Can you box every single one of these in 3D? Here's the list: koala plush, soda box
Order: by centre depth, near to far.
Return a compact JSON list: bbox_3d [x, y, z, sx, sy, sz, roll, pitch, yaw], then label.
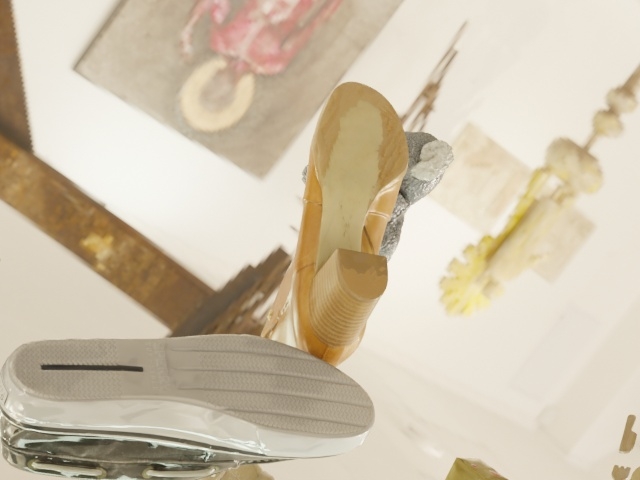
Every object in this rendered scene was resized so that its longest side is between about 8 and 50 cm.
[{"bbox_3d":[0.177,0.380,1.508,0.058,0.181,0.061,32,-169,40],"label":"soda box"},{"bbox_3d":[0.112,-0.093,1.816,0.203,0.221,0.196,54,179,-5],"label":"koala plush"}]

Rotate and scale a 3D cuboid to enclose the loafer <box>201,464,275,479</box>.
[{"bbox_3d":[-0.141,0.313,1.367,0.092,0.102,0.268,42,-171,11],"label":"loafer"}]

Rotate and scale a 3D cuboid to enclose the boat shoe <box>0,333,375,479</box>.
[{"bbox_3d":[-0.122,0.159,1.020,0.335,0.119,0.121,8,-144,-14],"label":"boat shoe"}]

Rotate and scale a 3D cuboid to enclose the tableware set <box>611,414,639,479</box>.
[{"bbox_3d":[0.397,0.242,1.271,0.128,0.039,0.194,4,-154,23],"label":"tableware set"}]

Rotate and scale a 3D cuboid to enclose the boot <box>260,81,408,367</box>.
[{"bbox_3d":[0.001,0.001,1.159,0.104,0.211,0.295,16,-128,-17],"label":"boot"}]
